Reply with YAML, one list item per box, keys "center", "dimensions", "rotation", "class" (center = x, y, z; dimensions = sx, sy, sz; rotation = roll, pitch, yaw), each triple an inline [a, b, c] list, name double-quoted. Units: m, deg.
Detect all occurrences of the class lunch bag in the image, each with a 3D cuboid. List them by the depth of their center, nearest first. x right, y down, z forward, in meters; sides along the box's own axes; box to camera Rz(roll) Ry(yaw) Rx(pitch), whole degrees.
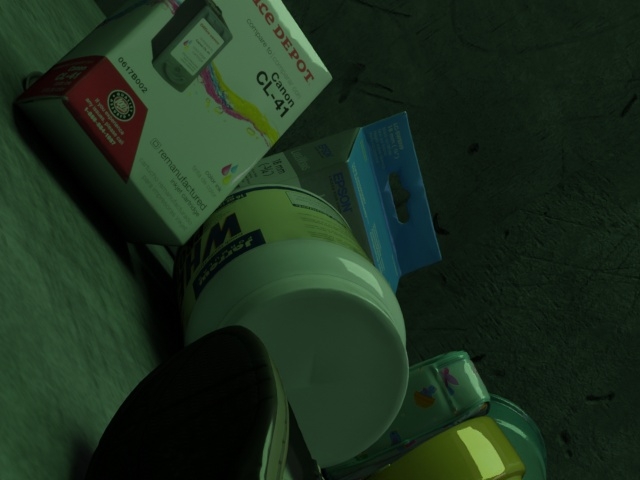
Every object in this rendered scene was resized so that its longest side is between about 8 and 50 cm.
- center: [0.116, 0.271, 1.584]
  dimensions: [0.224, 0.279, 0.108]
  rotation: [62, 4, -73]
  class: "lunch bag"

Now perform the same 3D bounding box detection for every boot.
- center: [-0.002, 0.246, 0.615]
  dimensions: [0.284, 0.138, 0.377]
  rotation: [54, 6, -31]
  class: "boot"

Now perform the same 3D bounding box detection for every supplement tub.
- center: [-0.039, 0.085, 1.164]
  dimensions: [0.235, 0.235, 0.325]
  rotation: [56, 1, -22]
  class: "supplement tub"

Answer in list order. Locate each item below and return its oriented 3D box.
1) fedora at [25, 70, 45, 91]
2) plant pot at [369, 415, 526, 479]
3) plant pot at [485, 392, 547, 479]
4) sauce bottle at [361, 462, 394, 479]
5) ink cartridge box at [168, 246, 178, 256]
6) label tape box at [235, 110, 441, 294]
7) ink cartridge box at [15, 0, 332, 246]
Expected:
- center: [-0.253, -0.142, 1.359]
  dimensions: [0.244, 0.124, 0.275]
  rotation: [56, 1, 15]
  class: "fedora"
- center: [0.180, 0.388, 1.309]
  dimensions: [0.239, 0.254, 0.254]
  rotation: [55, 0, 24]
  class: "plant pot"
- center: [0.310, 0.520, 2.061]
  dimensions: [0.341, 0.341, 0.334]
  rotation: [56, 9, -14]
  class: "plant pot"
- center: [0.057, 0.318, 1.781]
  dimensions: [0.344, 0.111, 0.111]
  rotation: [58, 1, 11]
  class: "sauce bottle"
- center: [-0.140, 0.012, 1.607]
  dimensions: [0.307, 0.129, 0.223]
  rotation: [56, 1, -5]
  class: "ink cartridge box"
- center: [0.000, 0.000, 1.384]
  dimensions: [0.106, 0.333, 0.241]
  rotation: [-123, -166, -64]
  class: "label tape box"
- center: [-0.162, -0.174, 1.228]
  dimensions: [0.131, 0.306, 0.226]
  rotation: [4, -43, 51]
  class: "ink cartridge box"
